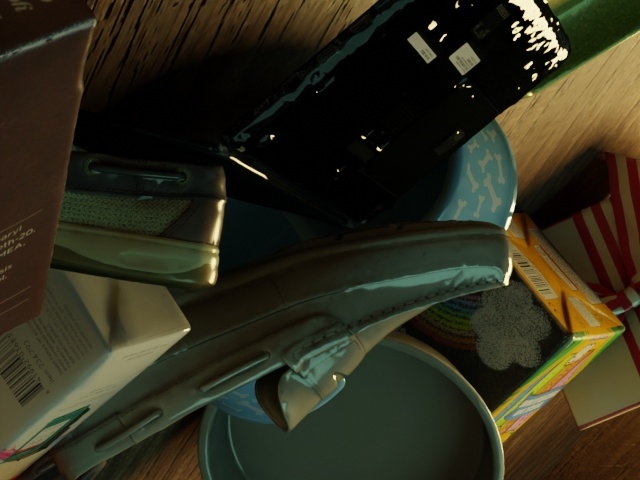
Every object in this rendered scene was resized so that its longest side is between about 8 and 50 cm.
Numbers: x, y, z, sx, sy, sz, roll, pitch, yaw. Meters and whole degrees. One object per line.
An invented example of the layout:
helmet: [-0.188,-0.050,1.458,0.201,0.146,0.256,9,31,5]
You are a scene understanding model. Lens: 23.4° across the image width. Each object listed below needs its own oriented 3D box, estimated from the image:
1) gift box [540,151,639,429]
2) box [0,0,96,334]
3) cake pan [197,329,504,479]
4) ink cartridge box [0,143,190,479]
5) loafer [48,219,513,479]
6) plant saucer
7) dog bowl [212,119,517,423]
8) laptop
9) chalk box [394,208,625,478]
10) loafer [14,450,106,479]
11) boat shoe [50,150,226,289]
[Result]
gift box: [0.352,0.054,1.757,0.255,0.276,0.258,-31,168,17]
box: [-0.206,-0.047,0.574,0.167,0.168,0.203,-27,159,-30]
cake pan: [0.030,0.200,1.484,0.293,0.293,0.054,-48,-167,26]
ink cartridge box: [-0.200,0.064,0.871,0.231,0.134,0.078,-39,168,28]
loafer: [-0.026,0.063,0.967,0.319,0.112,0.112,-15,177,-8]
plant saucer: [0.193,-0.176,0.947,0.188,0.045,0.188,-31,166,0]
dog bowl: [0.000,0.000,1.102,0.297,0.166,0.074,-42,150,10]
laptop: [-0.019,-0.096,0.850,0.264,0.137,0.234,-40,162,9]
chalk box: [0.135,0.124,1.605,0.289,0.180,0.179,-45,160,21]
loafer: [-0.184,0.111,1.092,0.095,0.109,0.302,-17,154,-40]
boat shoe: [-0.154,-0.030,0.749,0.080,0.223,0.073,148,-46,-78]
